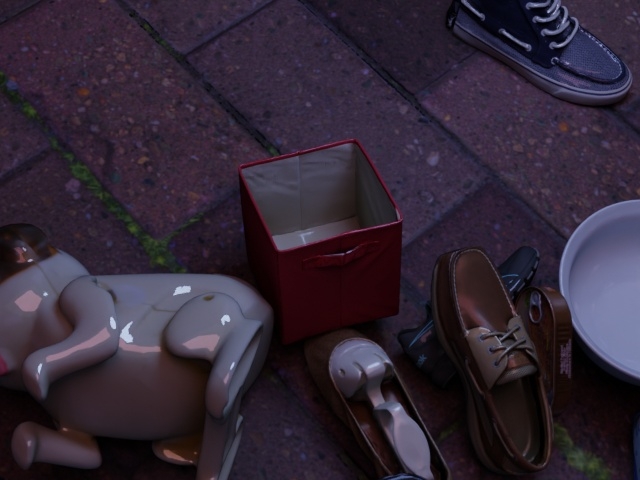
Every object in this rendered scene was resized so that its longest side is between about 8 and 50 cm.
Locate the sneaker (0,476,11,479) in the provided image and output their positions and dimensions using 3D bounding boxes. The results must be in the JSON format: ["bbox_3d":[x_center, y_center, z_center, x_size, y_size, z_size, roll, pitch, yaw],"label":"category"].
[{"bbox_3d":[-0.402,0.401,1.391,0.366,0.137,0.210,14,62,8],"label":"sneaker"}]

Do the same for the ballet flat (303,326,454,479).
[{"bbox_3d":[0.085,0.235,1.526,0.116,0.124,0.342,-21,65,-15],"label":"ballet flat"}]

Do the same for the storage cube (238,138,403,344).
[{"bbox_3d":[0.000,0.000,1.586,0.184,0.193,0.215,-14,45,-13],"label":"storage cube"}]

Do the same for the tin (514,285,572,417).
[{"bbox_3d":[0.312,0.158,1.573,0.040,0.106,0.189,-2,96,-26],"label":"tin"}]

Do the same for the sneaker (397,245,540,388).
[{"bbox_3d":[0.222,0.090,1.633,0.106,0.101,0.267,37,64,17],"label":"sneaker"}]

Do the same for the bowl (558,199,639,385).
[{"bbox_3d":[0.479,0.099,1.629,0.298,0.134,0.298,2,60,-4],"label":"bowl"}]

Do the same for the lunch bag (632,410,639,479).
[{"bbox_3d":[0.548,0.303,1.547,0.219,0.090,0.176,2,62,-4],"label":"lunch bag"}]

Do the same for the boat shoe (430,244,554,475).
[{"bbox_3d":[0.247,0.163,1.509,0.122,0.120,0.324,-19,94,-21],"label":"boat shoe"}]

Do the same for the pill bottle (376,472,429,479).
[{"bbox_3d":[0.092,0.379,1.392,0.123,0.219,0.123,2,61,-4],"label":"pill bottle"}]

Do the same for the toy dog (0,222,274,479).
[{"bbox_3d":[-0.282,0.122,1.475,0.408,0.284,0.395,15,47,4],"label":"toy dog"}]

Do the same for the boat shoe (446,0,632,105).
[{"bbox_3d":[0.374,-0.356,1.858,0.340,0.158,0.127,26,62,10],"label":"boat shoe"}]
